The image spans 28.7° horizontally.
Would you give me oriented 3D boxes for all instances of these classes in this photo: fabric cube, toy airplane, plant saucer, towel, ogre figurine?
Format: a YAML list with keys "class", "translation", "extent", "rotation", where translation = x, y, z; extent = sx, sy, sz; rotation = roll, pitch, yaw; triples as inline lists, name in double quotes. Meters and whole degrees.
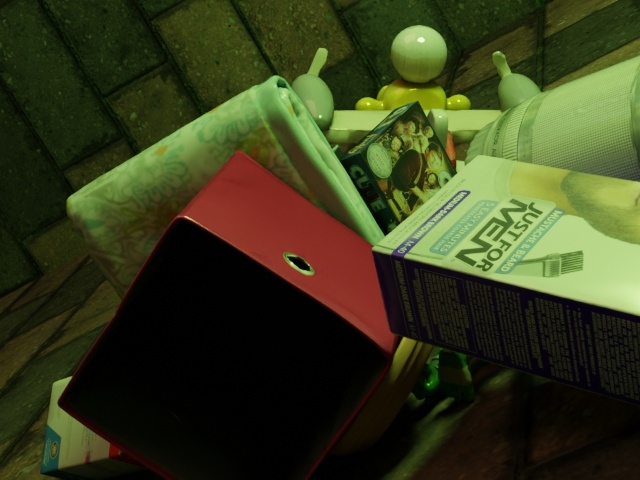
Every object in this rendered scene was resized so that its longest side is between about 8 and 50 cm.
- class: "fabric cube"
  translation: [-0.076, 0.098, 1.328]
  extent: [0.259, 0.254, 0.258]
  rotation: [-55, 3, 20]
- class: "toy airplane"
  translation: [0.144, -0.184, 1.863]
  extent: [0.384, 0.273, 0.386]
  rotation: [6, 7, 40]
- class: "plant saucer"
  translation: [0.070, 0.144, 1.316]
  extent: [0.200, 0.037, 0.200]
  rotation: [-59, 1, 2]
- class: "towel"
  translation: [-0.083, 0.036, 1.493]
  extent: [0.320, 0.375, 0.090]
  rotation: [-29, 10, 17]
- class: "ogre figurine"
  translation: [0.176, 0.087, 1.302]
  extent: [0.118, 0.096, 0.197]
  rotation: [-38, -28, -48]

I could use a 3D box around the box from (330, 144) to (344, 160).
- class: "box"
  translation: [0.000, 0.000, 1.616]
  extent: [0.153, 0.207, 0.108]
  rotation: [-12, 29, 44]

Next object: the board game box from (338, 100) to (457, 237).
- class: "board game box"
  translation: [0.130, -0.034, 1.562]
  extent: [0.042, 0.243, 0.165]
  rotation: [-20, 16, 39]

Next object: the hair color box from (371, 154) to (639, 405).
- class: "hair color box"
  translation: [0.236, 0.032, 1.098]
  extent: [0.338, 0.110, 0.185]
  rotation: [15, 41, 38]

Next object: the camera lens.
- class: "camera lens"
  translation: [0.317, -0.071, 1.323]
  extent: [0.274, 0.219, 0.219]
  rotation: [-18, 17, 45]

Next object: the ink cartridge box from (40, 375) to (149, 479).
- class: "ink cartridge box"
  translation: [-0.272, 0.240, 1.673]
  extent: [0.231, 0.078, 0.134]
  rotation: [-19, 58, 41]
